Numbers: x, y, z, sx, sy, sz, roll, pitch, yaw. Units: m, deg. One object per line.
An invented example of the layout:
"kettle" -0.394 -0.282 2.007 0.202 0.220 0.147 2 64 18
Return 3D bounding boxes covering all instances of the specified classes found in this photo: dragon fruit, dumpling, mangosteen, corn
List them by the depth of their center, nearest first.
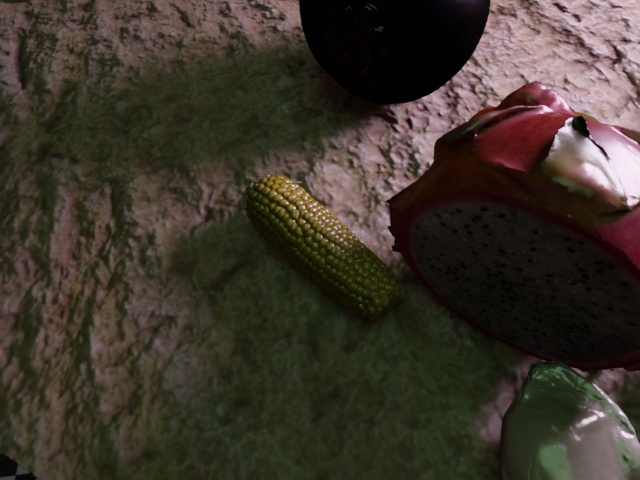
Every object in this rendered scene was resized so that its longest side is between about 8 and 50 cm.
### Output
"dumpling" 0.248 0.229 0.447 0.136 0.118 0.199 16 85 15
"dragon fruit" 0.248 -0.030 0.491 0.305 0.305 0.226 31 65 20
"corn" -0.003 0.004 0.604 0.260 0.091 0.091 41 106 23
"mangosteen" 0.128 -0.371 0.694 0.313 0.297 0.297 -27 62 -22

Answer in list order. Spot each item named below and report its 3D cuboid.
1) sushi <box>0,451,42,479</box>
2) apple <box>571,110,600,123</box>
"sushi" -0.370 0.318 0.493 0.126 0.026 0.120 23 64 16
"apple" 0.373 -0.152 0.668 0.089 0.074 0.089 -2 58 3
